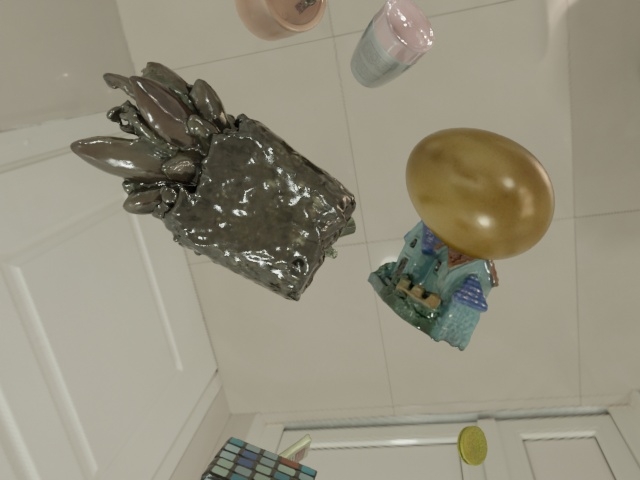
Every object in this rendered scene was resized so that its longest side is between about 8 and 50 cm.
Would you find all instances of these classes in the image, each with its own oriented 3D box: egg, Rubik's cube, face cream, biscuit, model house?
[{"bbox_3d":[0.325,-0.103,1.098,0.322,0.250,0.250,41,112,17],"label":"egg"},{"bbox_3d":[-0.127,0.482,0.910,0.186,0.184,0.182,20,90,6],"label":"Rubik's cube"},{"bbox_3d":[-0.075,-0.462,0.991,0.104,0.149,0.149,12,119,52],"label":"face cream"},{"bbox_3d":[0.340,0.457,1.172,0.084,0.084,0.023,52,145,-10],"label":"biscuit"},{"bbox_3d":[0.337,0.065,1.401,0.251,0.295,0.330,28,100,-16],"label":"model house"},{"bbox_3d":[0.094,-0.272,0.743,0.057,0.198,0.084,-43,99,-7],"label":"face cream"}]

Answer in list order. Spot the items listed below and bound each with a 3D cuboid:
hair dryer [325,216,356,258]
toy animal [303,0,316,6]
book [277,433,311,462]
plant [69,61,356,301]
[{"bbox_3d":[0.011,-0.009,1.102,0.224,0.218,0.089,3,109,43],"label":"hair dryer"},{"bbox_3d":[0.025,-0.462,0.815,0.089,0.179,0.188,33,128,9],"label":"toy animal"},{"bbox_3d":[-0.123,0.536,1.200,0.022,0.231,0.162,50,154,24],"label":"book"},{"bbox_3d":[-0.123,-0.070,0.624,0.320,0.194,0.182,30,88,4],"label":"plant"}]
